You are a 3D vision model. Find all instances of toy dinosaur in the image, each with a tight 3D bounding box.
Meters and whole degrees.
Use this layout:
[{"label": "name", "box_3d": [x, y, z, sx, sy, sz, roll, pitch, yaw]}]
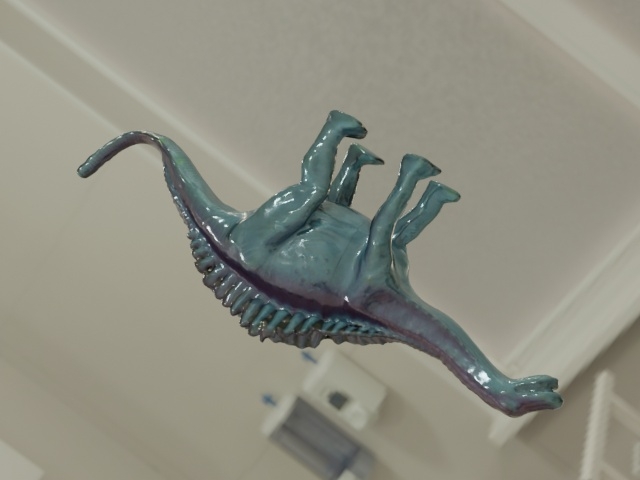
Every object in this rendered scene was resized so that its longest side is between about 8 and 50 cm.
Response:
[{"label": "toy dinosaur", "box_3d": [0.000, 0.000, 0.434, 0.080, 0.197, 0.045, -61, -21, -4]}]
